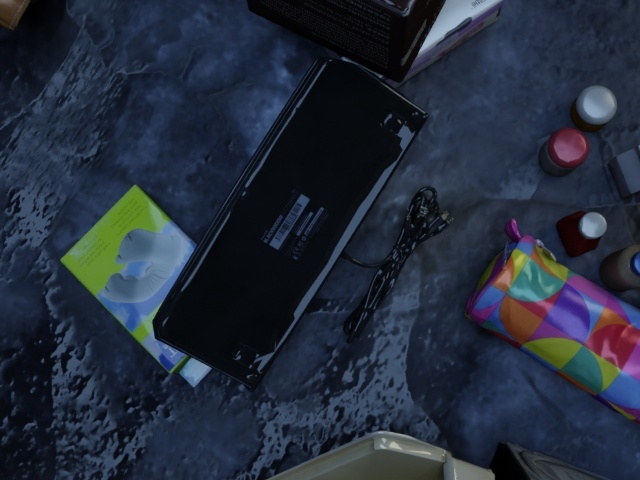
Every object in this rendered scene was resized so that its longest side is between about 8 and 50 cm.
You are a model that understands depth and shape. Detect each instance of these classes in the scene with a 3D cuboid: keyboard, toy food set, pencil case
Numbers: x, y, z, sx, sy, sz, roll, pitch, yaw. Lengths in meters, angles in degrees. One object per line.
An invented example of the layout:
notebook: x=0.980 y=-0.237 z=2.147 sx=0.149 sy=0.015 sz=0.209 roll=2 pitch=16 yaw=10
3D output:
keyboard: x=0.000 y=0.000 z=0.936 sx=0.201 sy=0.033 sz=0.317 roll=32 pitch=93 yaw=-18
toy food set: x=0.281 y=-0.037 z=0.922 sx=0.111 sy=0.104 sz=0.232 roll=-19 pitch=83 yaw=1
pencil case: x=0.250 y=0.085 z=0.916 sx=0.236 sy=0.104 sz=0.104 roll=35 pitch=87 yaw=5

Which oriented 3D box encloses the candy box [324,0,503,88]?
candy box: x=0.058 y=-0.260 z=0.974 sx=0.164 sy=0.070 sz=0.196 roll=-34 pitch=83 yaw=-1

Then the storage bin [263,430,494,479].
storage bin: x=0.017 y=0.319 z=0.774 sx=0.123 sy=0.260 sz=0.262 roll=25 pitch=49 yaw=-30

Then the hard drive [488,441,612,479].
hard drive: x=0.310 y=0.272 z=0.821 sx=0.338 sy=0.237 sz=0.064 roll=23 pitch=89 yaw=6

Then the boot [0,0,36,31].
boot: x=-0.345 y=-0.349 z=0.982 sx=0.220 sy=0.109 sz=0.284 roll=29 pitch=46 yaw=-16

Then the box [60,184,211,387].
box: x=-0.154 y=0.046 z=0.967 sx=0.178 sy=0.042 sz=0.109 roll=44 pitch=88 yaw=7

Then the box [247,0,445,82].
box: x=0.035 y=-0.265 z=0.838 sx=0.167 sy=0.203 sz=0.169 roll=27 pitch=86 yaw=6
